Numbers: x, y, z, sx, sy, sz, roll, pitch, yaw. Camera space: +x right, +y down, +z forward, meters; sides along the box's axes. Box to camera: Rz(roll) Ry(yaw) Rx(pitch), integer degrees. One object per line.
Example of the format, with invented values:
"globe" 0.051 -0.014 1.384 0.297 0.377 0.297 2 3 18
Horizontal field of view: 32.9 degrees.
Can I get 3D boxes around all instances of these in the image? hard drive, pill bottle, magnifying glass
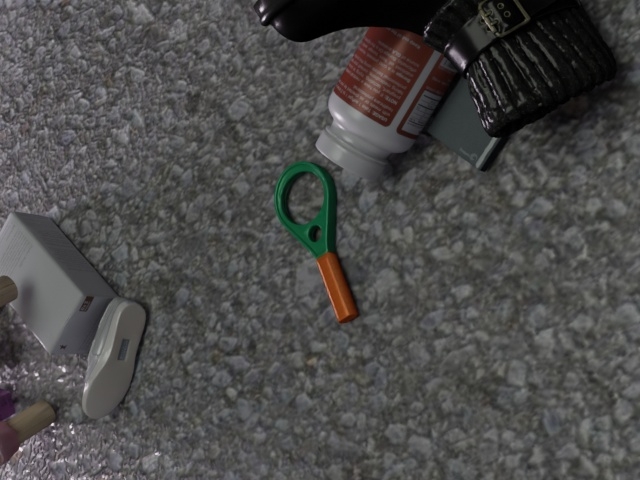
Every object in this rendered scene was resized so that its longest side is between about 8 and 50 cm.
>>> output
"hard drive" 0.198 -0.163 1.305 0.094 0.022 0.135 42 108 33
"pill bottle" 0.086 -0.187 1.331 0.121 0.121 0.216 41 107 34
"magnifying glass" 0.000 0.000 1.431 0.092 0.026 0.231 -33 63 29

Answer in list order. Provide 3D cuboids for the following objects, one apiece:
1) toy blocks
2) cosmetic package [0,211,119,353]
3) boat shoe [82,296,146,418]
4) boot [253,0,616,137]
"toy blocks" -0.622 0.215 1.662 0.309 0.260 0.288 5 116 37
"cosmetic package" -0.426 0.065 1.704 0.231 0.085 0.117 43 109 31
"boat shoe" -0.318 0.172 1.621 0.063 0.066 0.184 21 99 51
"boot" 0.127 -0.222 1.183 0.348 0.131 0.260 -22 92 0
